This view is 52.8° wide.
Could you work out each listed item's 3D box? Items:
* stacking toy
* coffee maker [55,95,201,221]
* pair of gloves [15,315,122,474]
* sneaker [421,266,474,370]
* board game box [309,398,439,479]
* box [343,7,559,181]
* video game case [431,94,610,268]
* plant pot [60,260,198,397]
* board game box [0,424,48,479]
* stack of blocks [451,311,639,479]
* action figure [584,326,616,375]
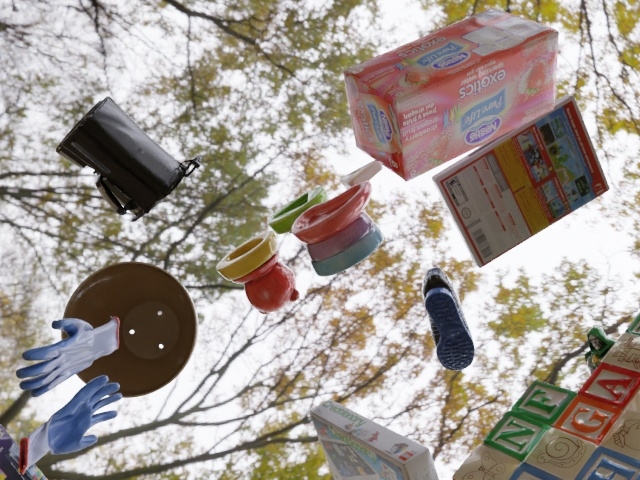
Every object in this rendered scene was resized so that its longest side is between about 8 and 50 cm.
[{"bbox_3d":[0.000,0.000,1.165,0.309,0.279,0.130,-22,-73,35],"label":"stacking toy"},{"bbox_3d":[-0.316,-0.146,1.066,0.171,0.178,0.120,-40,-157,12],"label":"coffee maker"},{"bbox_3d":[-0.299,0.179,0.784,0.023,0.159,0.198,16,-71,21],"label":"pair of gloves"},{"bbox_3d":[0.255,0.157,1.284,0.081,0.232,0.090,-10,-144,13],"label":"sneaker"},{"bbox_3d":[0.096,0.386,1.044,0.305,0.053,0.193,2,-66,63],"label":"board game box"},{"bbox_3d":[0.206,-0.234,1.011,0.154,0.300,0.142,44,-25,47],"label":"box"},{"bbox_3d":[0.366,-0.103,1.169,0.285,0.204,0.025,-31,-158,1],"label":"video game case"},{"bbox_3d":[-0.398,0.198,1.436,0.284,0.191,0.284,0,-99,0],"label":"plant pot"},{"bbox_3d":[-0.512,0.388,0.971,0.048,0.170,0.141,-7,-58,28],"label":"board game box"},{"bbox_3d":[0.247,0.182,0.530,0.171,0.297,0.087,11,-47,52],"label":"stack of blocks"},{"bbox_3d":[0.459,0.237,0.962,0.137,0.063,0.232,-35,-105,44],"label":"action figure"}]
